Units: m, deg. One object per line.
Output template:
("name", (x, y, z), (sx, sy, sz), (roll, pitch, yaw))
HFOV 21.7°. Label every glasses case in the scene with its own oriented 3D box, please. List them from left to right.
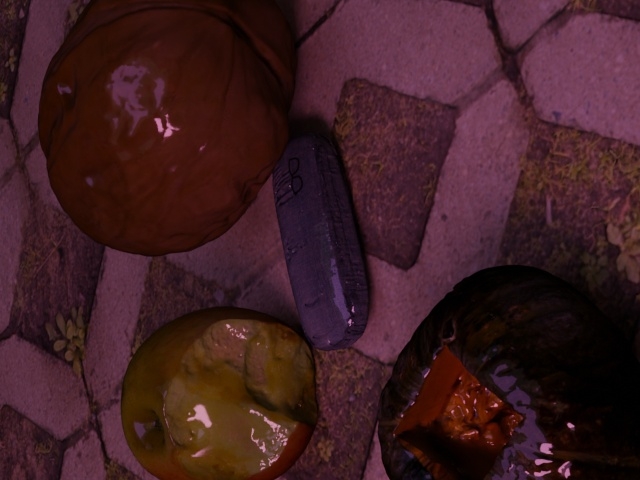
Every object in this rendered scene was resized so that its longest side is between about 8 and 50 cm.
("glasses case", (0.000, 0.000, 2.090), (0.109, 0.067, 0.282), (-31, 63, 49))

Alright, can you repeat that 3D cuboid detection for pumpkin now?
("pumpkin", (0.202, 0.193, 1.748), (0.320, 0.192, 0.320), (-1, 88, 45))

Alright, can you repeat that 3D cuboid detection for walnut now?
("walnut", (-0.200, -0.170, 2.126), (0.398, 0.308, 0.354), (-54, 17, 43))

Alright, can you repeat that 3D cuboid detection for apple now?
("apple", (-0.134, 0.207, 2.129), (0.246, 0.226, 0.246), (6, 97, 50))
